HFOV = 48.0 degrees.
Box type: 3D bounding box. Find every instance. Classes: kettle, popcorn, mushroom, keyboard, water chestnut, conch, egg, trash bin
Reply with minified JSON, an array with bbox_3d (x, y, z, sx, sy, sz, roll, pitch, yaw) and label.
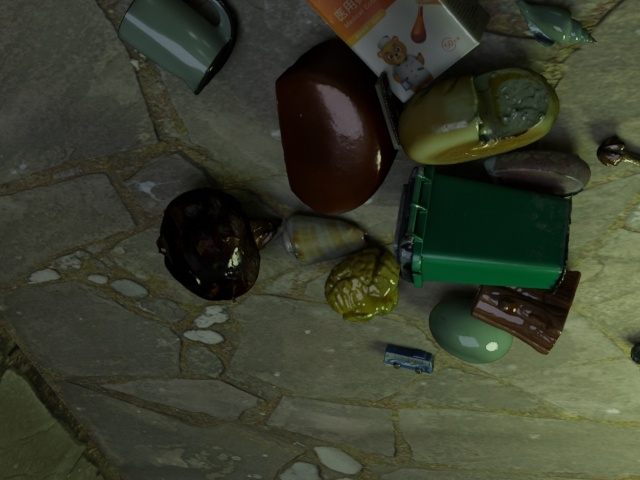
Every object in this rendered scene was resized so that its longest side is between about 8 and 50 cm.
[{"bbox_3d":[-0.318,-0.496,1.696,0.236,0.161,0.221,36,102,-7],"label":"kettle"},{"bbox_3d":[0.123,0.121,1.983,0.200,0.203,0.226,24,96,15],"label":"popcorn"},{"bbox_3d":[0.692,-0.171,1.559,0.186,0.060,0.061,20,134,5],"label":"mushroom"},{"bbox_3d":[0.150,-0.274,1.534,0.017,0.055,0.166,0,134,28],"label":"keyboard"},{"bbox_3d":[-0.272,0.001,2.008,0.335,0.346,0.335,49,156,32],"label":"water chestnut"},{"bbox_3d":[0.473,-0.433,1.447,0.180,0.088,0.065,30,90,8],"label":"conch"},{"bbox_3d":[0.405,0.242,1.948,0.230,0.168,0.168,21,133,9],"label":"egg"},{"bbox_3d":[-0.005,0.007,1.969,0.254,0.127,0.158,0,126,23],"label":"conch"},{"bbox_3d":[0.368,-0.021,1.653,0.380,0.259,0.295,6,164,11],"label":"trash bin"}]

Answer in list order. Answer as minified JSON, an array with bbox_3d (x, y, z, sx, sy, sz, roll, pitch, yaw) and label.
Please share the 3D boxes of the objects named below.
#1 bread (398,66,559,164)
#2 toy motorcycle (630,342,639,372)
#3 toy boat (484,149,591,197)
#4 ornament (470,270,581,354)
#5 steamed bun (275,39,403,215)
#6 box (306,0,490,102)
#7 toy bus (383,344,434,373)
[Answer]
[{"bbox_3d":[0.324,-0.264,1.521,0.332,0.333,0.160,-15,80,33],"label":"bread"},{"bbox_3d":[0.904,0.321,1.812,0.229,0.130,0.094,4,125,21],"label":"toy motorcycle"},{"bbox_3d":[0.493,-0.163,1.629,0.227,0.085,0.155,6,160,27],"label":"toy boat"},{"bbox_3d":[0.504,0.153,1.802,0.217,0.221,0.235,23,115,14],"label":"ornament"},{"bbox_3d":[0.061,-0.251,1.653,0.248,0.235,0.380,8,128,22],"label":"steamed bun"},{"bbox_3d":[0.150,-0.491,1.482,0.341,0.143,0.225,43,132,-14],"label":"box"},{"bbox_3d":[0.269,0.361,2.188,0.152,0.051,0.061,10,124,17],"label":"toy bus"}]
